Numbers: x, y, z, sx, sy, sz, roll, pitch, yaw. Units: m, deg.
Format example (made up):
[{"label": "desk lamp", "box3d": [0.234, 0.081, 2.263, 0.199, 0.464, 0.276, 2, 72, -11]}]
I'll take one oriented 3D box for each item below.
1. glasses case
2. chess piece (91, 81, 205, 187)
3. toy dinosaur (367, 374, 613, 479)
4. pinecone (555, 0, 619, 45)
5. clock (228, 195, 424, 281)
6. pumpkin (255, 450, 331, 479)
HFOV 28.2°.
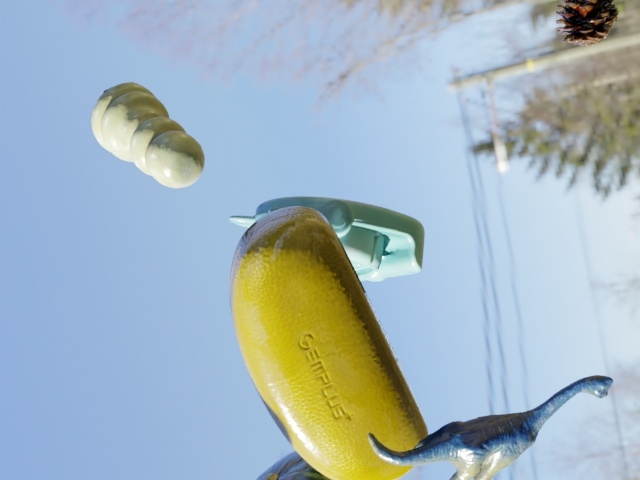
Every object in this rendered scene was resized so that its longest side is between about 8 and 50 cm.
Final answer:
[{"label": "glasses case", "box3d": [0.000, 0.146, 1.579, 0.141, 0.173, 0.371, -108, -8, -72]}, {"label": "chess piece", "box3d": [-0.282, -0.165, 2.149, 0.243, 0.133, 0.133, 40, 161, 47]}, {"label": "toy dinosaur", "box3d": [0.192, 0.209, 1.459, 0.075, 0.248, 0.188, -105, 33, -44]}, {"label": "pinecone", "box3d": [0.306, -0.266, 1.475, 0.077, 0.077, 0.083, -41, -63, -72]}, {"label": "clock", "box3d": [0.000, 0.000, 1.923, 0.274, 0.223, 0.094, 11, -104, -36]}, {"label": "pumpkin", "box3d": [-0.019, 0.490, 2.151, 0.241, 0.323, 0.323, 51, -162, -1]}]
